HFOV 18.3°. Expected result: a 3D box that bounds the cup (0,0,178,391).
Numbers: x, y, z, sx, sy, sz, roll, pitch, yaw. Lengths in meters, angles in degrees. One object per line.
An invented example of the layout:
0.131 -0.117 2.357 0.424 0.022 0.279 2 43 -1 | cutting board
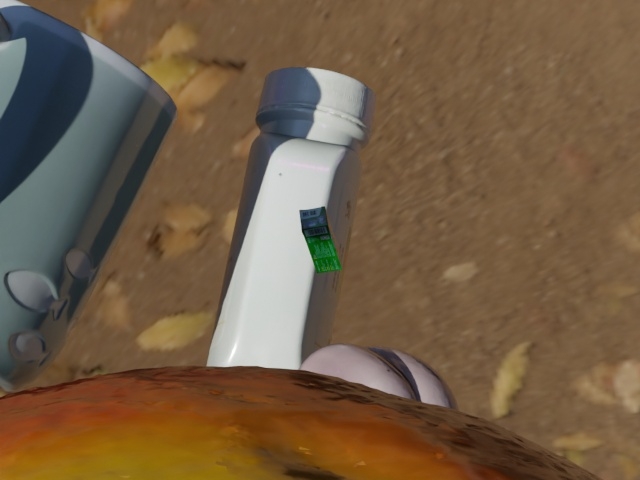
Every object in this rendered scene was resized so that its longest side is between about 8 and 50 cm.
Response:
-0.288 -0.046 1.564 0.259 0.356 0.274 21 79 6 | cup

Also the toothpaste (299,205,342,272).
0.000 0.000 1.435 0.020 0.083 0.017 -10 66 4 | toothpaste

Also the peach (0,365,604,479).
-0.023 0.147 0.375 0.281 0.281 0.238 13 72 -8 | peach

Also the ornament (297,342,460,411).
0.029 0.166 1.578 0.177 0.177 0.177 1 83 -9 | ornament

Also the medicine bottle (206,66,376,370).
-0.026 0.000 1.781 0.111 0.161 0.296 9 73 0 | medicine bottle
